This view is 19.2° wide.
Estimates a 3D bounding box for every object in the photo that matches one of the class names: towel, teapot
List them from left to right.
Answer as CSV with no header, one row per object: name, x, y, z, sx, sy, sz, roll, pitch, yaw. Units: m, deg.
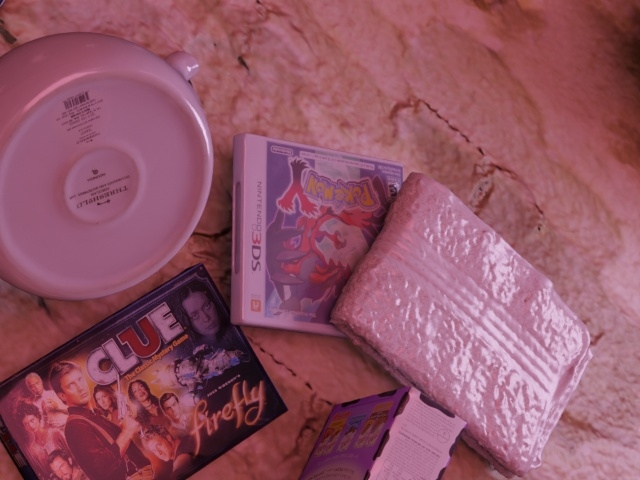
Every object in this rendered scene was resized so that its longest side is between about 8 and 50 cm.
teapot,-0.234,-0.077,1.674,0.256,0.187,0.252,23,98,-38
towel,0.148,0.088,1.874,0.282,0.049,0.187,41,62,-22

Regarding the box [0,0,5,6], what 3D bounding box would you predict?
box,-0.409,-0.183,1.651,0.184,0.103,0.261,38,67,-18

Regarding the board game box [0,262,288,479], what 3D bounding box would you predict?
board game box,-0.169,0.150,1.734,0.243,0.042,0.165,-33,95,-27

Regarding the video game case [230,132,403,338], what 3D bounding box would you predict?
video game case,0.000,0.000,1.831,0.201,0.023,0.183,9,76,-38

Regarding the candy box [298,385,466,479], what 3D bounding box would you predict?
candy box,0.033,0.242,1.746,0.070,0.165,0.196,33,69,-15
